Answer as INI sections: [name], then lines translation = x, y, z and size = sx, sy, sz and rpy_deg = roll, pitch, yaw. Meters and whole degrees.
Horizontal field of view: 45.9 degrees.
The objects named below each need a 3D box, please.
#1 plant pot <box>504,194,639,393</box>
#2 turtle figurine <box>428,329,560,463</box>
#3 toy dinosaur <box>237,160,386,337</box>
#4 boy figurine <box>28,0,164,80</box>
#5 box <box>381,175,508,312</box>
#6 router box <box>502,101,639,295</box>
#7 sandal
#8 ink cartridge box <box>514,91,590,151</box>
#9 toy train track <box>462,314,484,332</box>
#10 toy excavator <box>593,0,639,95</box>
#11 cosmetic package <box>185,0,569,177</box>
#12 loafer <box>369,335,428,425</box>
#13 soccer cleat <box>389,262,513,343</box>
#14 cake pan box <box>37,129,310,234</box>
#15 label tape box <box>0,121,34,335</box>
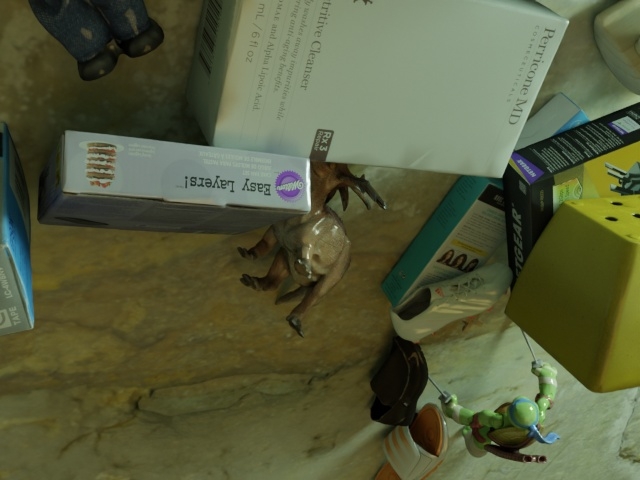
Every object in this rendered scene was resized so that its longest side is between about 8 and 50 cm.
[plant pot]
translation = 0.401, 0.052, 1.001
size = 0.212, 0.212, 0.187
rpy_deg = -5, 115, -19
[turtle figurine]
translation = 0.327, 0.285, 1.389
size = 0.198, 0.275, 0.266
rpy_deg = -42, 154, -18
[toy dinosaur]
translation = 0.000, 0.000, 1.034
size = 0.200, 0.127, 0.295
rpy_deg = -44, 154, -29
[boy figurine]
translation = -0.267, -0.290, 0.715
size = 0.177, 0.092, 0.285
rpy_deg = -29, 130, 0
[box]
translation = 0.204, 0.008, 1.154
size = 0.100, 0.060, 0.244
rpy_deg = 19, 116, -34
[router box]
translation = 0.400, -0.030, 1.115
size = 0.243, 0.081, 0.309
rpy_deg = -22, 132, -5
[sandal]
translation = 0.147, 0.414, 1.410
size = 0.076, 0.102, 0.265
rpy_deg = 10, 123, -32
[ink cartridge box]
translation = 0.371, -0.122, 1.126
size = 0.104, 0.060, 0.180
rpy_deg = -44, 130, 13
[toy train track]
translation = 0.268, 0.121, 1.299
size = 0.048, 0.014, 0.083
rpy_deg = 22, 109, -26
[toy excavator]
translation = 0.361, -0.362, 0.813
size = 0.222, 0.433, 0.445
rpy_deg = -30, 103, 0
[cosmetic package]
translation = 0.059, -0.209, 0.869
size = 0.385, 0.156, 0.217
rpy_deg = 2, 122, -23
[loafer]
translation = 0.127, 0.246, 1.288
size = 0.078, 0.080, 0.220
rpy_deg = -9, 128, -17
[soccer cleat]
translation = 0.195, 0.085, 1.126
size = 0.196, 0.068, 0.076
rpy_deg = -30, 129, 5
[cake pan box]
translation = -0.168, -0.052, 0.848
size = 0.267, 0.246, 0.070
rpy_deg = 4, 85, -23
[label tape box]
translation = -0.476, 0.009, 0.746
size = 0.348, 0.249, 0.115
rpy_deg = -10, 129, -15
